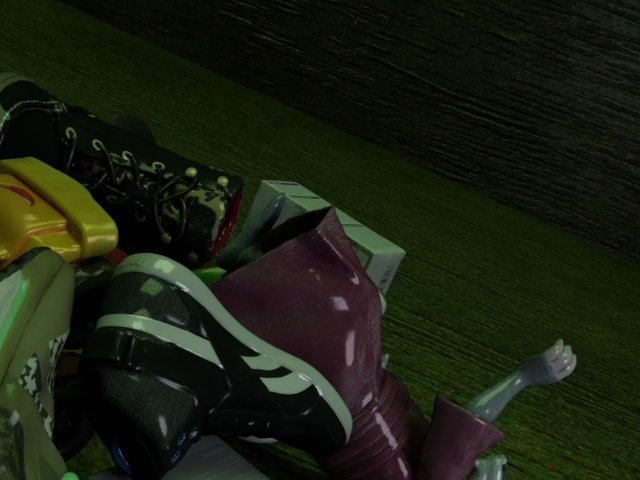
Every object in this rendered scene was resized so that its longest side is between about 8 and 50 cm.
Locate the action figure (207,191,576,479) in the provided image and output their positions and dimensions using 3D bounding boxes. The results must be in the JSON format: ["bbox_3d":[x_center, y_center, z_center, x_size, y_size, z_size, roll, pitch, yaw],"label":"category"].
[{"bbox_3d":[0.030,0.151,0.722,0.370,0.248,0.276,48,53,-2],"label":"action figure"}]

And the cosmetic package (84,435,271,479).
[{"bbox_3d":[-0.041,0.234,0.529,0.238,0.107,0.127,36,20,26],"label":"cosmetic package"}]

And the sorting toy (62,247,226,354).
[{"bbox_3d":[-0.129,0.105,0.857,0.366,0.127,0.126,14,49,-39],"label":"sorting toy"}]

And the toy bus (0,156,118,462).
[{"bbox_3d":[-0.260,0.062,0.563,0.149,0.220,0.211,34,24,35],"label":"toy bus"}]

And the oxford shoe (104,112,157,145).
[{"bbox_3d":[-0.286,-0.130,1.289,0.076,0.076,0.212,7,-17,13],"label":"oxford shoe"}]

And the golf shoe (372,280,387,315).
[{"bbox_3d":[-0.004,0.072,1.138,0.186,0.067,0.086,18,20,11],"label":"golf shoe"}]

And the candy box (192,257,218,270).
[{"bbox_3d":[-0.078,0.044,1.002,0.105,0.027,0.206,16,-14,-21],"label":"candy box"}]

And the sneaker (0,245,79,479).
[{"bbox_3d":[-0.153,0.183,0.387,0.182,0.158,0.410,38,35,-32],"label":"sneaker"}]

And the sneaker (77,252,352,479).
[{"bbox_3d":[-0.072,0.118,0.561,0.217,0.079,0.121,43,48,-28],"label":"sneaker"}]

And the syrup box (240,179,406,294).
[{"bbox_3d":[0.000,0.000,1.304,0.237,0.093,0.096,34,20,30],"label":"syrup box"}]

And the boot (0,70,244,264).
[{"bbox_3d":[-0.247,-0.074,1.031,0.284,0.138,0.377,22,-3,0],"label":"boot"}]
